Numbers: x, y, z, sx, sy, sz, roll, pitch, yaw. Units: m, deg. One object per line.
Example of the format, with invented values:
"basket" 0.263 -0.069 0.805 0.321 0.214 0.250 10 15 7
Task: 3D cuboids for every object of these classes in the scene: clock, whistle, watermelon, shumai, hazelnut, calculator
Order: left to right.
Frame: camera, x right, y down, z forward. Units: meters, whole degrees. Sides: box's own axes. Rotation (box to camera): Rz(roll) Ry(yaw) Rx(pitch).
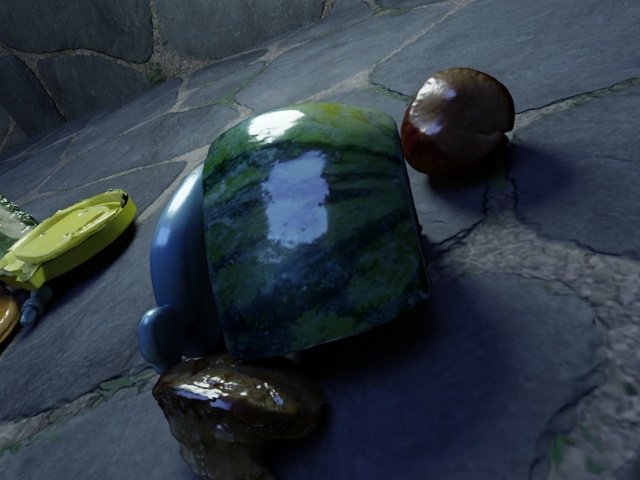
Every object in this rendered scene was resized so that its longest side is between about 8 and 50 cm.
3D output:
"whistle" -0.500 0.112 0.764 0.035 0.035 0.100 -23 34 6
"clock" -0.506 0.003 0.884 0.277 0.071 0.293 7 44 40
"calculator" -0.135 0.022 0.508 0.042 0.188 0.302 0 37 2
"shumai" -0.079 0.151 0.386 0.105 0.139 0.123 -59 4 5
"watermelon" 0.000 0.000 0.473 0.213 0.201 0.261 -13 62 15
"hazelnut" 0.180 -0.155 0.589 0.154 0.143 0.143 -43 33 5

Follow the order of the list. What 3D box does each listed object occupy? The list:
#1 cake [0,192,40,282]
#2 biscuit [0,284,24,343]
"cake" -0.734 -0.044 0.934 0.172 0.283 0.158 5 42 14
"biscuit" -0.639 0.165 0.779 0.289 0.044 0.202 15 50 47
